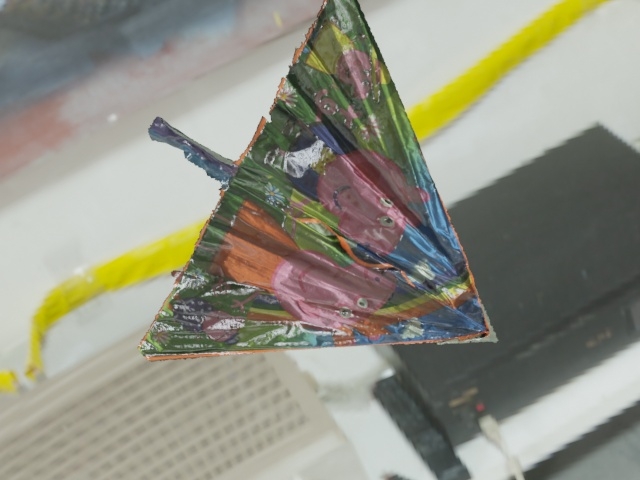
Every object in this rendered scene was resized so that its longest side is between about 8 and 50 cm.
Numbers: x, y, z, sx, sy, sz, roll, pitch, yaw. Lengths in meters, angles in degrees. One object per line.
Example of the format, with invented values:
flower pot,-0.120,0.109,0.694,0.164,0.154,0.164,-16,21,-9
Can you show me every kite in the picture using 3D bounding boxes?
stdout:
kite,0.000,0.000,0.810,0.234,0.321,0.016,30,41,-2
